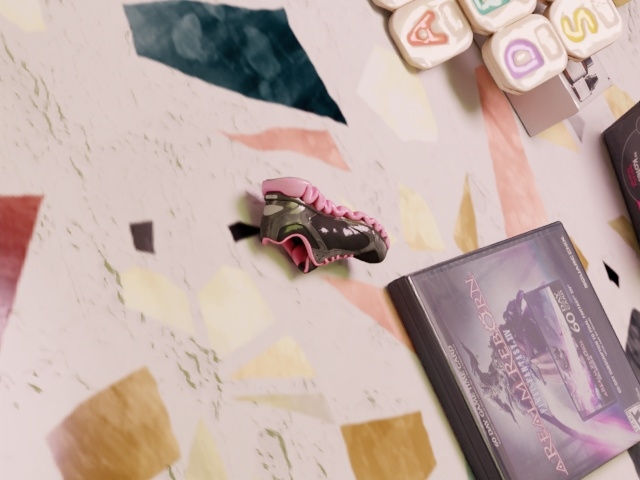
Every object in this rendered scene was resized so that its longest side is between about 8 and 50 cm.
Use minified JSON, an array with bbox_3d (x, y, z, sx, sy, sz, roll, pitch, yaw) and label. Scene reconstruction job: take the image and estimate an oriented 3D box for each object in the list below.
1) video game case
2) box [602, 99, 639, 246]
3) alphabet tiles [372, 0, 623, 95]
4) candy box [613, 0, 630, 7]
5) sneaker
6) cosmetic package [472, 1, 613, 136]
[{"bbox_3d":[0.167,0.095,1.428,0.274,0.026,0.196,-16,79,-58],"label":"video game case"},{"bbox_3d":[0.431,-0.065,1.725,0.270,0.143,0.165,-1,65,-30],"label":"box"},{"bbox_3d":[0.147,-0.272,1.550,0.278,0.021,0.284,-29,91,-26],"label":"alphabet tiles"},{"bbox_3d":[0.324,-0.339,1.944,0.109,0.053,0.186,52,32,-15],"label":"candy box"},{"bbox_3d":[0.000,0.000,1.260,0.119,0.047,0.057,27,65,-39],"label":"sneaker"},{"bbox_3d":[0.170,-0.220,1.635,0.239,0.060,0.099,59,32,-4],"label":"cosmetic package"}]
